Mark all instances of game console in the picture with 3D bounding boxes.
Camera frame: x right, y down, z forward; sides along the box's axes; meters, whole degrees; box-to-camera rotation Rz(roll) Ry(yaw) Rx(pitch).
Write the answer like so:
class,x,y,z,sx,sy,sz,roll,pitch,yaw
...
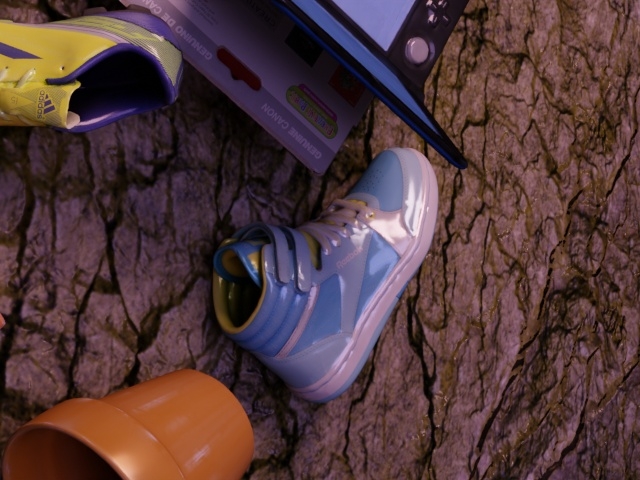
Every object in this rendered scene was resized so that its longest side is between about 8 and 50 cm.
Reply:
class,x,y,z,sx,sy,sz,roll,pitch,yaw
game console,0.056,-0.247,1.108,0.293,0.173,0.250,38,74,-33

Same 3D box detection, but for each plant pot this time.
class,x,y,z,sx,sy,sz,roll,pitch,yaw
plant pot,-0.169,0.223,1.126,0.188,0.205,0.205,-34,113,-48

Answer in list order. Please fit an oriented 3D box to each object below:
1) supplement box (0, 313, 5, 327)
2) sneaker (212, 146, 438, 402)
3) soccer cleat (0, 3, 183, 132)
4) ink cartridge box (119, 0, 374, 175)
class,x,y,z,sx,sy,sz,roll,pitch,yaw
supplement box,-0.377,-0.001,1.012,0.080,0.078,0.233,-38,114,-27
sneaker,0.000,0.000,1.276,0.208,0.127,0.319,36,71,-35
soccer cleat,-0.262,-0.136,1.009,0.289,0.121,0.093,-12,136,-8
ink cartridge box,-0.065,-0.260,1.206,0.309,0.130,0.272,41,71,-32
